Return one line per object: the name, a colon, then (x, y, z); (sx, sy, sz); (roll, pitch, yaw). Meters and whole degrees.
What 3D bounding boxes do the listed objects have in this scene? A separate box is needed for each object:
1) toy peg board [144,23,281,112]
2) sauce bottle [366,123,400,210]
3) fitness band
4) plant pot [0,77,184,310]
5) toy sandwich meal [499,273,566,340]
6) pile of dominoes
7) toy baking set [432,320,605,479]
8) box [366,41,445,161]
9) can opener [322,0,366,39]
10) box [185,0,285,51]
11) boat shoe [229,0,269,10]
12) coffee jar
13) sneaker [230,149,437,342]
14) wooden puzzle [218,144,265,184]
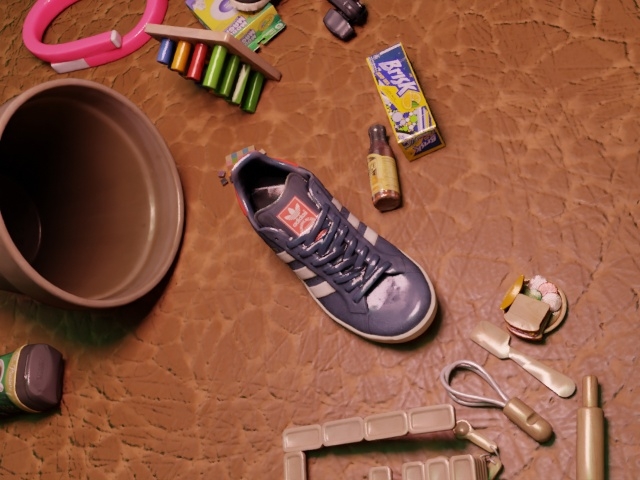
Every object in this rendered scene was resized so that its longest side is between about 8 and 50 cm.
toy peg board: (-0.175, -0.264, 1.306); (0.160, 0.161, 0.079); (14, 85, 29)
sauce bottle: (0.086, -0.104, 1.172); (0.042, 0.042, 0.128); (-15, 57, 16)
fitness band: (-0.420, -0.418, 1.550); (0.290, 0.054, 0.209); (-8, 61, 19)
plant pot: (-0.413, -0.043, 1.223); (0.280, 0.323, 0.323); (-12, 59, 36)
toy sandwich meal: (0.254, 0.078, 1.007); (0.085, 0.029, 0.086); (-10, 59, 18)
pile of dominoes: (0.071, 0.303, 0.970); (0.251, 0.040, 0.196); (-16, 64, 29)
toy baking set: (0.224, 0.211, 0.951); (0.196, 0.030, 0.256); (2, 65, 24)
box: (0.121, -0.200, 1.198); (0.059, 0.054, 0.169); (-23, 58, 11)
can opener: (0.013, -0.400, 1.347); (0.073, 0.059, 0.186); (-35, 56, 4)
box: (-0.144, -0.383, 1.418); (0.105, 0.043, 0.179); (-41, 57, -1)
boat shoe: (-0.078, -0.476, 1.393); (0.084, 0.079, 0.233); (18, 52, 20)
coffee jar: (-0.465, 0.213, 1.222); (0.184, 0.079, 0.096); (-15, 56, 17)
sneaker: (0.000, 0.000, 1.089); (0.350, 0.148, 0.131); (37, 83, 33)
wooden puzzle: (-0.121, -0.118, 1.289); (0.083, 0.006, 0.049); (-21, 58, 13)
